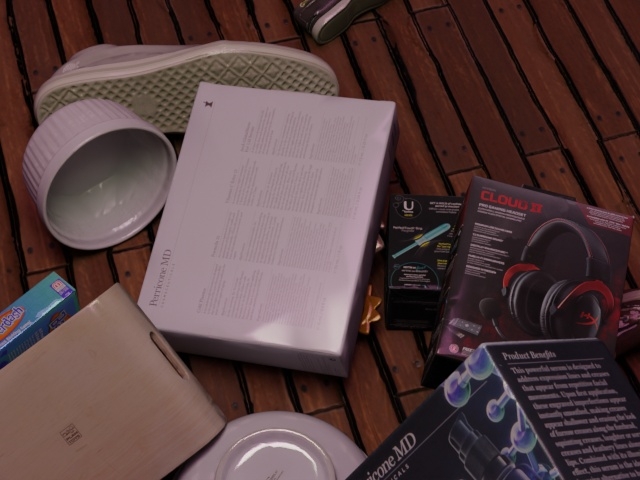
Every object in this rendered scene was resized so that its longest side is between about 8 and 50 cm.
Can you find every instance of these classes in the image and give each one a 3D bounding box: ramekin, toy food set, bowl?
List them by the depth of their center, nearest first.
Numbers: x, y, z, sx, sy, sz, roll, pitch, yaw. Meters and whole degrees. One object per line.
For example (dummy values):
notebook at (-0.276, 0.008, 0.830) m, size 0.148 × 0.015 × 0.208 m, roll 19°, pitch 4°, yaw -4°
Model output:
bowl at (-0.053, 0.317, 1.618) m, size 0.298 × 0.134 × 0.297 m, roll 0°, pitch 54°, yaw 0°
toy food set at (-0.299, 0.225, 1.627) m, size 0.306 × 0.092 × 0.219 m, roll -37°, pitch 95°, yaw -5°
ramekin at (-0.314, -0.100, 1.880) m, size 0.207 × 0.207 × 0.109 m, roll -29°, pitch 50°, yaw -19°

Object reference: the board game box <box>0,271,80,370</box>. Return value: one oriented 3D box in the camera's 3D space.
board game box at (-0.392, 0.157, 1.715) m, size 0.047 × 0.160 × 0.210 m, roll 37°, pitch 62°, yaw 24°

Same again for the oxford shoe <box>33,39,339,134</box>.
oxford shoe at (-0.198, -0.230, 2.006) m, size 0.450 × 0.169 × 0.130 m, roll -5°, pitch 33°, yaw -3°

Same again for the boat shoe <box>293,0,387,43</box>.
boat shoe at (0.058, -0.405, 2.169) m, size 0.228 × 0.081 × 0.069 m, roll -38°, pitch 67°, yaw -21°

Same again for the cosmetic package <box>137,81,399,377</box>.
cosmetic package at (-0.066, -0.022, 1.825) m, size 0.285 × 0.097 × 0.377 m, roll 9°, pitch 67°, yaw 11°

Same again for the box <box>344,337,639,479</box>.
box at (0.247, 0.346, 1.453) m, size 0.212 × 0.293 × 0.395 m, roll 3°, pitch 48°, yaw -42°

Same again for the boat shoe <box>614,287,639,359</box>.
boat shoe at (0.391, 0.123, 1.788) m, size 0.258 × 0.095 × 0.095 m, roll 1°, pitch 53°, yaw 15°

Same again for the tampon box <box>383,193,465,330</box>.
tampon box at (0.149, 0.030, 1.843) m, size 0.121 × 0.101 × 0.161 m, roll 3°, pitch 54°, yaw 1°

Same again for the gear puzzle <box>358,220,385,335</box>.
gear puzzle at (0.000, 0.000, 1.892) m, size 0.175 × 0.044 × 0.339 m, roll -29°, pitch 58°, yaw -1°

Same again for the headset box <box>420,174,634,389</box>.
headset box at (0.265, 0.062, 1.704) m, size 0.218 × 0.110 × 0.293 m, roll 15°, pitch 61°, yaw 1°
